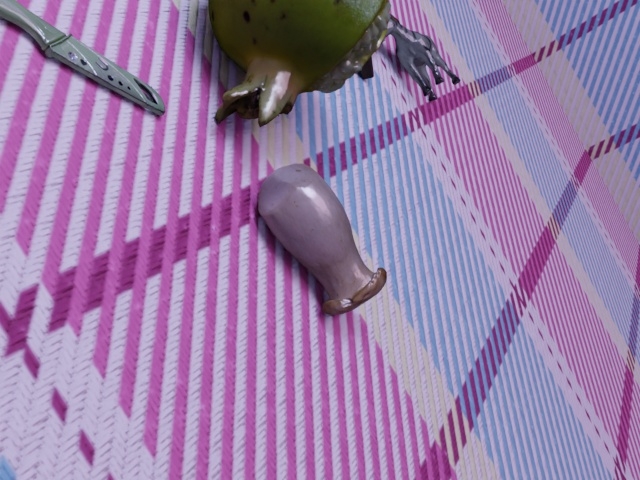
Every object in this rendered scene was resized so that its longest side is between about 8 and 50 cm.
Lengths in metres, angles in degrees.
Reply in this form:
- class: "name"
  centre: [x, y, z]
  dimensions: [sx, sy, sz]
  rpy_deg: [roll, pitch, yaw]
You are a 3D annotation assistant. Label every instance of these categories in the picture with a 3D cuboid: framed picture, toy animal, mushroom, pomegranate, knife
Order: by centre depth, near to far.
- class: "knife"
  centre: [-0.281, -0.209, 0.658]
  dimensions: [0.293, 0.020, 0.043]
  rpy_deg: [29, 43, -40]
- class: "mushroom"
  centre: [0.001, 0.000, 0.819]
  dimensions: [0.097, 0.088, 0.212]
  rpy_deg: [-41, 107, -46]
- class: "pomegranate"
  centre: [-0.038, -0.293, 0.856]
  dimensions: [0.260, 0.261, 0.340]
  rpy_deg: [37, 65, -32]
- class: "framed picture"
  centre: [0.072, -0.407, 1.194]
  dimensions: [0.168, 0.023, 0.127]
  rpy_deg: [68, 17, -52]
- class: "toy animal"
  centre: [0.207, -0.386, 1.360]
  dimensions: [0.255, 0.090, 0.169]
  rpy_deg: [15, 49, -58]
